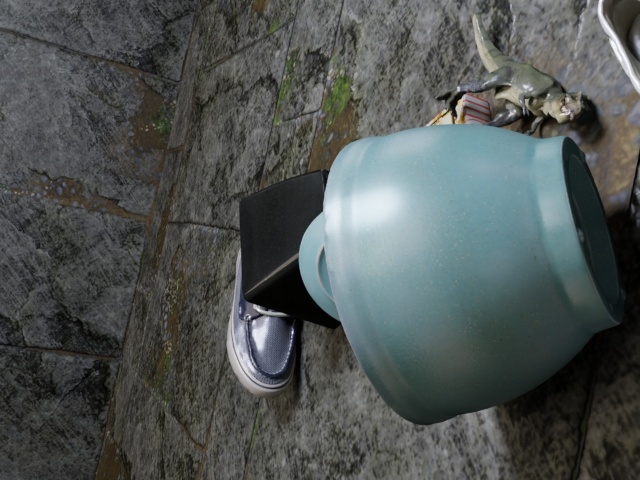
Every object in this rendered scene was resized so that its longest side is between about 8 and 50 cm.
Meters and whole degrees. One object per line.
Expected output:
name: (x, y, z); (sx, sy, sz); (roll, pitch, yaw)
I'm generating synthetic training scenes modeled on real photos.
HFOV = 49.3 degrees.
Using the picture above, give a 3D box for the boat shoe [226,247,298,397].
boat shoe: (-0.090, 0.095, 1.240); (0.158, 0.127, 0.340); (119, 151, -44)

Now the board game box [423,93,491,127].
board game box: (0.153, -0.083, 0.937); (0.193, 0.045, 0.146); (-38, 46, 52)

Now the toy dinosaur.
toy dinosaur: (0.212, -0.176, 0.830); (0.118, 0.064, 0.268); (-43, 41, 14)

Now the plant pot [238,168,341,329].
plant pot: (0.000, 0.000, 1.067); (0.167, 0.188, 0.187); (-37, 45, 36)

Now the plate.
plate: (0.059, 0.037, 0.934); (0.188, 0.188, 0.024); (-65, -6, 24)

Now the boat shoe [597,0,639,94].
boat shoe: (0.315, -0.131, 0.582); (0.098, 0.096, 0.277); (-60, 31, 31)

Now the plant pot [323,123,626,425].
plant pot: (0.163, 0.013, 0.658); (0.196, 0.293, 0.292); (-17, 60, 31)
